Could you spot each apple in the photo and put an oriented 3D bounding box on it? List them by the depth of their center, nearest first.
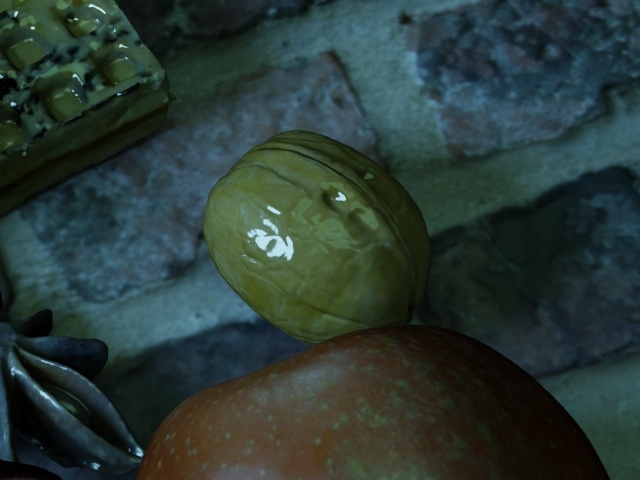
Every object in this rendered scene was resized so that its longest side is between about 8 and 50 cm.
[{"bbox_3d":[0.036,0.216,1.231,0.349,0.348,0.276,-16,74,-12],"label":"apple"}]

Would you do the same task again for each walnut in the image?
[{"bbox_3d":[0.000,0.000,1.436,0.197,0.165,0.165,37,66,23],"label":"walnut"}]

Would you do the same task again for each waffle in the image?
[{"bbox_3d":[-0.329,-0.201,1.528,0.261,0.114,0.376,-28,70,-18],"label":"waffle"}]

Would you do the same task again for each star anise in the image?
[{"bbox_3d":[-0.281,0.122,1.378,0.258,0.110,0.198,-2,38,-23],"label":"star anise"}]

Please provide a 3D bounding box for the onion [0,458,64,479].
[{"bbox_3d":[-0.258,0.271,1.256,0.216,0.206,0.207,22,59,-30],"label":"onion"}]
